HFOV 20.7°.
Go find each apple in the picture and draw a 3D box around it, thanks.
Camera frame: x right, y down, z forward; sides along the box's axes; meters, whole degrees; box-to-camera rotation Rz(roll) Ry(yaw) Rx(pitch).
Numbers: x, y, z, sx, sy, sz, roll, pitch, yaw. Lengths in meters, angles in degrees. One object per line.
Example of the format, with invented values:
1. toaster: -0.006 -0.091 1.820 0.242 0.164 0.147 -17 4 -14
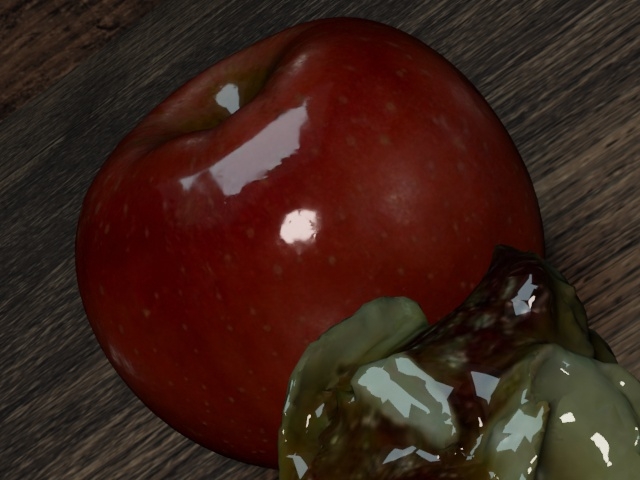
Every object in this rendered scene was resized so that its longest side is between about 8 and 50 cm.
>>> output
1. apple: 0.000 0.000 0.987 0.260 0.216 0.260 -33 18 12

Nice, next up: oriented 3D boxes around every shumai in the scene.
1. shumai: 0.060 0.131 0.597 0.256 0.218 0.189 -9 29 50
